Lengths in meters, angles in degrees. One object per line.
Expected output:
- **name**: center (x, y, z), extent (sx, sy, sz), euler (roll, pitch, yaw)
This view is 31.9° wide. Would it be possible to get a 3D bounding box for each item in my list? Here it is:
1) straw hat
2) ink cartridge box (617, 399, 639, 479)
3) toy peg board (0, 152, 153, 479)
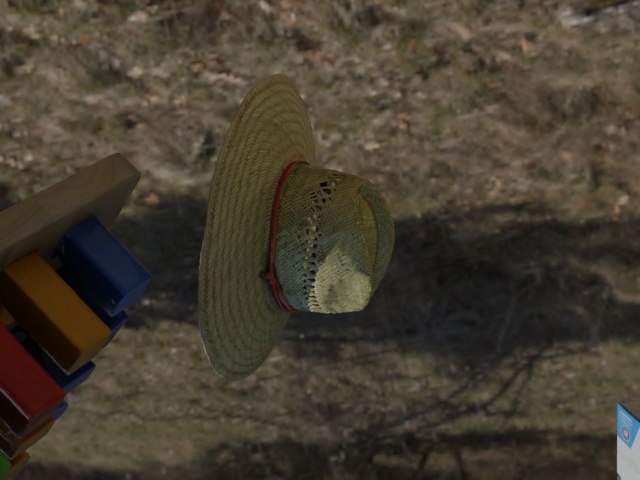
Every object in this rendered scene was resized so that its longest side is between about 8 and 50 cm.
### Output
- **straw hat**: center (0.000, 0.000, 0.511), extent (0.061, 0.145, 0.144), euler (10, -176, 18)
- **ink cartridge box**: center (0.152, 0.117, 0.491), extent (0.028, 0.083, 0.048), euler (-6, -165, -9)
- **toy peg board**: center (-0.137, 0.067, 0.458), extent (0.160, 0.079, 0.161), euler (-36, 170, -48)
